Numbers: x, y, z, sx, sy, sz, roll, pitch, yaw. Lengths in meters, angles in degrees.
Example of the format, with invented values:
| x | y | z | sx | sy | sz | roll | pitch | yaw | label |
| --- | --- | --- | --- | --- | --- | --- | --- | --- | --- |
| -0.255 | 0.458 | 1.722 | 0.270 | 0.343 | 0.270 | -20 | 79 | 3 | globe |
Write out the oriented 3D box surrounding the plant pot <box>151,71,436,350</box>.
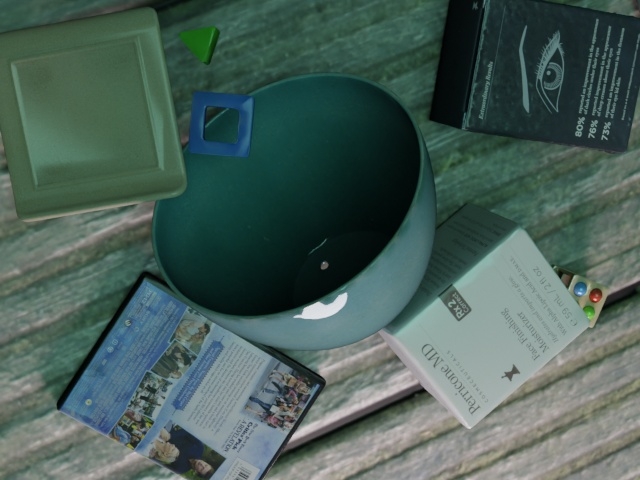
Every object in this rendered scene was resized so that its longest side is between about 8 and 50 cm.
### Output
| x | y | z | sx | sy | sz | roll | pitch | yaw | label |
| --- | --- | --- | --- | --- | --- | --- | --- | --- | --- |
| 0.000 | 0.000 | 1.196 | 0.290 | 0.290 | 0.195 | -41 | 139 | -4 | plant pot |

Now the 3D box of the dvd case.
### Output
| x | y | z | sx | sy | sz | roll | pitch | yaw | label |
| --- | --- | --- | --- | --- | --- | --- | --- | --- | --- |
| -0.141 | 0.172 | 1.301 | 0.253 | 0.022 | 0.180 | 33 | 90 | -19 | dvd case |

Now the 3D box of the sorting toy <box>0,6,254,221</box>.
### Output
| x | y | z | sx | sy | sz | roll | pitch | yaw | label |
| --- | --- | --- | --- | --- | --- | --- | --- | --- | --- |
| -0.238 | -0.128 | 1.183 | 0.348 | 0.047 | 0.196 | -9 | 92 | 4 | sorting toy |

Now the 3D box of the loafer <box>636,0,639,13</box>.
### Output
| x | y | z | sx | sy | sz | roll | pitch | yaw | label |
| --- | --- | --- | --- | --- | --- | --- | --- | --- | --- |
| 0.411 | -0.323 | 1.319 | 0.096 | 0.084 | 0.267 | -21 | 104 | -10 | loafer |

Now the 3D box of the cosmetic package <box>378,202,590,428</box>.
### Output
| x | y | z | sx | sy | sz | roll | pitch | yaw | label |
| --- | --- | --- | --- | --- | --- | --- | --- | --- | --- |
| 0.167 | 0.080 | 1.299 | 0.184 | 0.151 | 0.151 | -41 | 109 | -4 | cosmetic package |

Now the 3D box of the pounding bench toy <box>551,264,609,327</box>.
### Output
| x | y | z | sx | sy | sz | roll | pitch | yaw | label |
| --- | --- | --- | --- | --- | --- | --- | --- | --- | --- |
| 0.297 | 0.081 | 1.381 | 0.052 | 0.065 | 0.083 | 20 | 95 | -18 | pounding bench toy |

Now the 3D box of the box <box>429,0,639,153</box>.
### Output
| x | y | z | sx | sy | sz | roll | pitch | yaw | label |
| --- | --- | --- | --- | --- | --- | --- | --- | --- | --- |
| 0.243 | -0.189 | 1.289 | 0.207 | 0.108 | 0.153 | 8 | 99 | -16 | box |
